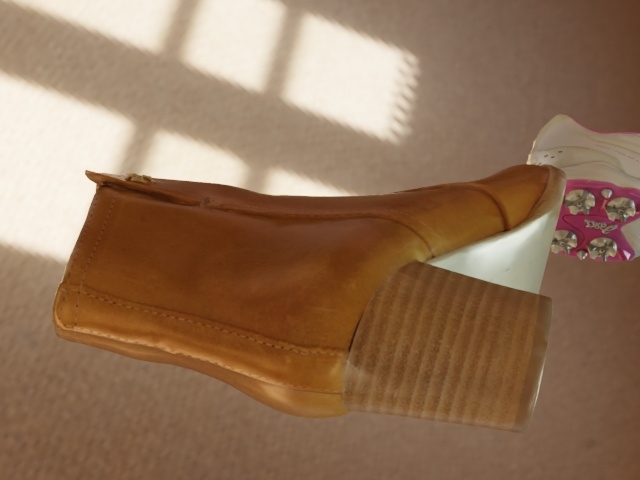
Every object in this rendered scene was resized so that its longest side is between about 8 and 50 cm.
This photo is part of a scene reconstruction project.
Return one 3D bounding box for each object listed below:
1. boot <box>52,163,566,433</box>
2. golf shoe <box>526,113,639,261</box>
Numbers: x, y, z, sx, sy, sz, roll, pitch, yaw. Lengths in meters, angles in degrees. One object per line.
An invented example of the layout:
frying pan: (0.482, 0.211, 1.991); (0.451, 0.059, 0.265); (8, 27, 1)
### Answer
boot: (0.000, 0.001, 0.803); (0.211, 0.104, 0.295); (14, 15, 4)
golf shoe: (0.328, -0.038, 1.583); (0.306, 0.115, 0.140); (15, 41, -16)
